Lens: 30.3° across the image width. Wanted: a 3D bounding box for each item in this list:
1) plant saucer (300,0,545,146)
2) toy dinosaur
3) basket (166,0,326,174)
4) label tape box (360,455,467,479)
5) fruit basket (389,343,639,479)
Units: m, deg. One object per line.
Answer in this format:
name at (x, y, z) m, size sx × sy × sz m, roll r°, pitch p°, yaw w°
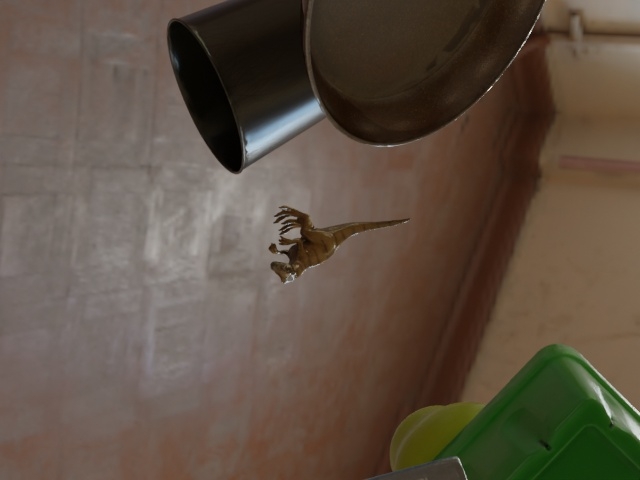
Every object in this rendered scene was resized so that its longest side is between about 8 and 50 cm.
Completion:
plant saucer at (0.092, -0.229, 1.001) m, size 0.311 × 0.050 × 0.310 m, roll -30°, pitch 139°, yaw -29°
toy dinosaur at (0.000, 0.000, 1.521) m, size 0.211 × 0.112 × 0.064 m, roll -31°, pitch 152°, yaw -37°
basket at (-0.021, -0.192, 1.209) m, size 0.227 × 0.154 × 0.204 m, roll -28°, pitch 161°, yaw -15°
label tape box at (0.002, 0.301, 0.578) m, size 0.106 × 0.241 × 0.333 m, roll 93°, pitch -18°, yaw -64°
fruit basket at (0.198, 0.300, 1.268) m, size 0.392 × 0.283 × 0.392 m, roll -45°, pitch 176°, yaw -4°
